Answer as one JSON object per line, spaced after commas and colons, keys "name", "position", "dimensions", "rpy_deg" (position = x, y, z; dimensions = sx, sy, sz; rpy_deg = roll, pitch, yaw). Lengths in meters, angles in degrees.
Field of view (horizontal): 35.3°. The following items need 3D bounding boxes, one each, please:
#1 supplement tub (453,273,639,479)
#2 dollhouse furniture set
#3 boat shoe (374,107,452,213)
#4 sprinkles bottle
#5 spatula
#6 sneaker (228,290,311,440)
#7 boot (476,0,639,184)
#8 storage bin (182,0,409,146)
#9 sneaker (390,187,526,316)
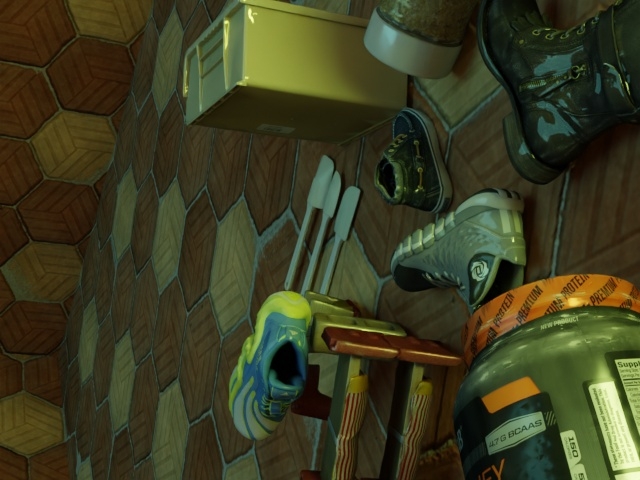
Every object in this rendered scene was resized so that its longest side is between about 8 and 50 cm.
{"name": "supplement tub", "position": [0.224, 0.210, 0.797], "dimensions": [0.207, 0.207, 0.337], "rpy_deg": [126, 144, -48]}
{"name": "dollhouse furniture set", "position": [0.055, 0.199, 1.308], "dimensions": [0.374, 0.152, 0.201], "rpy_deg": [-135, 53, -82]}
{"name": "boat shoe", "position": [0.107, -0.113, 1.304], "dimensions": [0.183, 0.083, 0.065], "rpy_deg": [-106, 33, -42]}
{"name": "sprinkles bottle", "position": [0.166, -0.374, 1.201], "dimensions": [0.121, 0.121, 0.355], "rpy_deg": [-115, 39, -50]}
{"name": "spatula", "position": [0.000, 0.000, 1.601], "dimensions": [0.168, 0.019, 0.241], "rpy_deg": [46, 126, 54]}
{"name": "sneaker", "position": [-0.070, 0.189, 1.319], "dimensions": [0.126, 0.091, 0.240], "rpy_deg": [-96, 16, -62]}
{"name": "boot", "position": [0.269, -0.198, 0.986], "dimensions": [0.229, 0.091, 0.262], "rpy_deg": [-39, 53, 51]}
{"name": "storage bin", "position": [-0.039, -0.230, 1.449], "dimensions": [0.260, 0.262, 0.123], "rpy_deg": [163, 110, -64]}
{"name": "sneaker", "position": [0.156, 0.045, 1.151], "dimensions": [0.228, 0.086, 0.132], "rpy_deg": [-45, 46, 53]}
